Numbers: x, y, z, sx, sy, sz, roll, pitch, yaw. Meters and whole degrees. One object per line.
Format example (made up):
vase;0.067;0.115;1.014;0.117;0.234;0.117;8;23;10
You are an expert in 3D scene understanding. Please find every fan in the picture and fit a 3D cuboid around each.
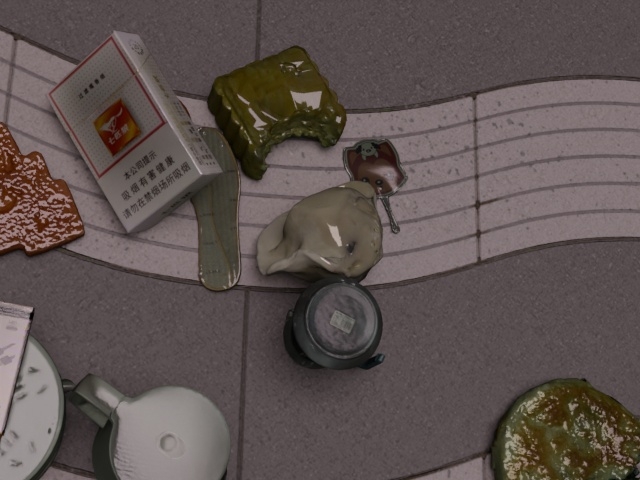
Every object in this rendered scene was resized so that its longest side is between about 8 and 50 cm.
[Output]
fan;0.129;-0.117;2.103;0.132;0.009;0.220;-16;77;-15

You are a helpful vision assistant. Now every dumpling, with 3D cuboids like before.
dumpling;0.000;0.000;1.968;0.243;0.187;0.318;-7;28;20

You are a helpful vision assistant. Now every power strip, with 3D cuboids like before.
power strip;-0.606;0.298;1.714;0.357;0.161;0.357;4;73;-13

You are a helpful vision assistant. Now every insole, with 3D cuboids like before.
insole;-0.215;-0.068;1.985;0.119;0.009;0.348;-7;76;2

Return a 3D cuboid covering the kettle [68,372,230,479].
kettle;-0.293;0.335;1.692;0.205;0.318;0.265;-21;84;-19

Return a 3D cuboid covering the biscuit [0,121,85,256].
biscuit;-0.599;-0.071;1.890;0.306;0.043;0.284;25;68;-8

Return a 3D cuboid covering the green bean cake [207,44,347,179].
green bean cake;-0.088;-0.268;2.033;0.236;0.124;0.233;-27;82;-20

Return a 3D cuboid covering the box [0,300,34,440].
box;-0.569;0.217;1.645;0.129;0.033;0.247;12;70;-12

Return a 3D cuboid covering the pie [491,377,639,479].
pie;0.496;0.437;1.995;0.371;0.078;0.296;-33;85;-22

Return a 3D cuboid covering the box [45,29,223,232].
box;-0.364;-0.209;1.905;0.210;0.095;0.330;-35;81;23

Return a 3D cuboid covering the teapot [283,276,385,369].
teapot;0.027;0.178;1.876;0.203;0.225;0.171;33;71;-4

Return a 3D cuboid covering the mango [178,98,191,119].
mango;-0.311;-0.219;1.986;0.105;0.084;0.159;-6;95;-9
